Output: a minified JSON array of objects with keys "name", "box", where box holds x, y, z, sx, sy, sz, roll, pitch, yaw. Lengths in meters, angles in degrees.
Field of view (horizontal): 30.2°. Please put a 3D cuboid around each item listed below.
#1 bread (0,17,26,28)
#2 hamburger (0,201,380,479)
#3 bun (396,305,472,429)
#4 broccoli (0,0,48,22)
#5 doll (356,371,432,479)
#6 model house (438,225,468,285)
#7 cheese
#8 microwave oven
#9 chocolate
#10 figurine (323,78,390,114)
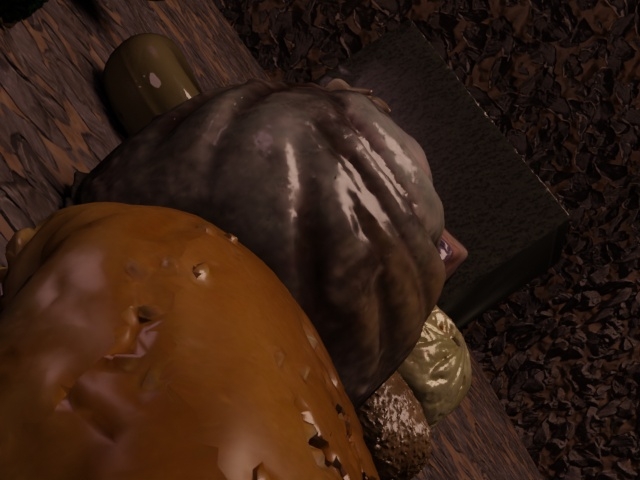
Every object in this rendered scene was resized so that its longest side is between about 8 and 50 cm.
[{"name":"bread","box":[-0.292,-0.238,1.022,0.109,0.043,0.062,57,5,1]},{"name":"hamburger","box":[-0.050,0.144,0.432,0.284,0.174,0.304,66,4,-47]},{"name":"bun","box":[0.120,0.156,1.609,0.243,0.153,0.244,59,6,-10]},{"name":"broccoli","box":[-0.248,-0.280,0.764,0.275,0.307,0.308,32,3,10]},{"name":"doll","box":[0.049,0.187,1.175,0.105,0.115,0.221,63,5,-50]},{"name":"model house","box":[0.000,0.000,1.250,0.237,0.202,0.237,50,11,13]},{"name":"cheese","box":[-0.160,-0.138,1.275,0.202,0.091,0.175,58,6,15]},{"name":"microwave oven","box":[0.144,-0.076,1.957,0.432,0.374,0.236,54,-4,19]},{"name":"chocolate","box":[-0.020,-0.018,0.921,0.303,0.213,0.303,42,15,-14]},{"name":"figurine","box":[0.040,-0.135,1.263,0.083,0.047,0.050,40,-7,22]}]
